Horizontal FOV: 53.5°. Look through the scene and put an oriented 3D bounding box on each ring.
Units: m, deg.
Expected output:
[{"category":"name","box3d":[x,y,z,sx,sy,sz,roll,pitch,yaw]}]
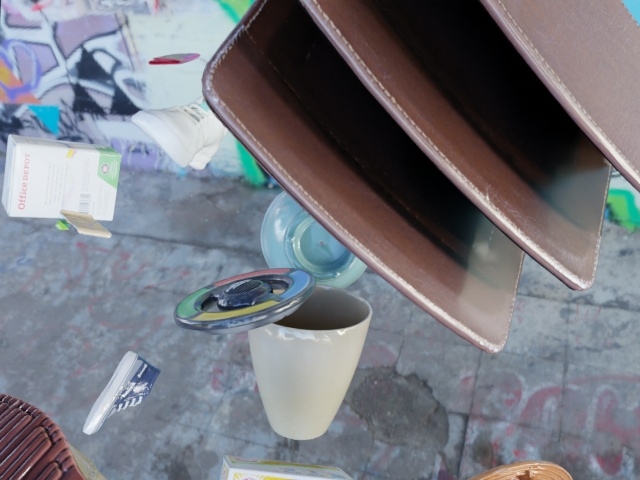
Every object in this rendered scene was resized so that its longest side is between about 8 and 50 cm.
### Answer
[{"category":"ring","box3d":[0.241,0.455,0.950,0.337,0.336,0.032,-20,38,-13]}]

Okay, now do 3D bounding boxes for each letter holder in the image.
[{"category":"letter holder","box3d":[0.103,-0.085,0.424,0.152,0.302,0.214,-21,35,49]}]

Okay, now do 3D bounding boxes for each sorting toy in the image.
[{"category":"sorting toy","box3d":[-0.352,-0.024,0.919,0.062,0.012,0.083,37,14,33]}]

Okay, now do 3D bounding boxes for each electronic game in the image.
[{"category":"electronic game","box3d":[-0.120,0.090,1.008,0.229,0.048,0.229,-12,14,3]}]

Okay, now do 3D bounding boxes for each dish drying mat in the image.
[{"category":"dish drying mat","box3d":[-0.140,-0.176,0.616,0.032,0.008,0.083,0,19,2]}]

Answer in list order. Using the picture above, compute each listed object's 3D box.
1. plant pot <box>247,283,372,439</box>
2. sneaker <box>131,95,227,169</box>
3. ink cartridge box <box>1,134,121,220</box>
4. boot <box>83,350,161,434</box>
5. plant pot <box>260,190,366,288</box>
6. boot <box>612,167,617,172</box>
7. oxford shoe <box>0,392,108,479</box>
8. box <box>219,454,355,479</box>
[{"category":"plant pot","box3d":[-0.034,0.258,1.315,0.256,0.274,0.256,4,17,-1]},{"category":"sneaker","box3d":[-0.151,-0.141,0.748,0.094,0.080,0.212,-45,3,4]},{"category":"ink cartridge box","box3d":[-0.550,-0.130,1.347,0.212,0.154,0.093,1,20,-37]},{"category":"boot","box3d":[-0.421,0.338,1.357,0.069,0.086,0.190,-19,39,58]},{"category":"plant pot","box3d":[0.000,0.000,1.535,0.293,0.293,0.196,-11,6,-3]},{"category":"boot","box3d":[0.491,-0.155,1.334,0.246,0.161,0.083,6,62,-21]},{"category":"oxford shoe","box3d":[-0.209,0.239,0.504,0.348,0.130,0.123,24,57,31]},{"category":"box","box3d":[-0.059,0.410,0.990,0.203,0.103,0.114,10,80,-12]}]
